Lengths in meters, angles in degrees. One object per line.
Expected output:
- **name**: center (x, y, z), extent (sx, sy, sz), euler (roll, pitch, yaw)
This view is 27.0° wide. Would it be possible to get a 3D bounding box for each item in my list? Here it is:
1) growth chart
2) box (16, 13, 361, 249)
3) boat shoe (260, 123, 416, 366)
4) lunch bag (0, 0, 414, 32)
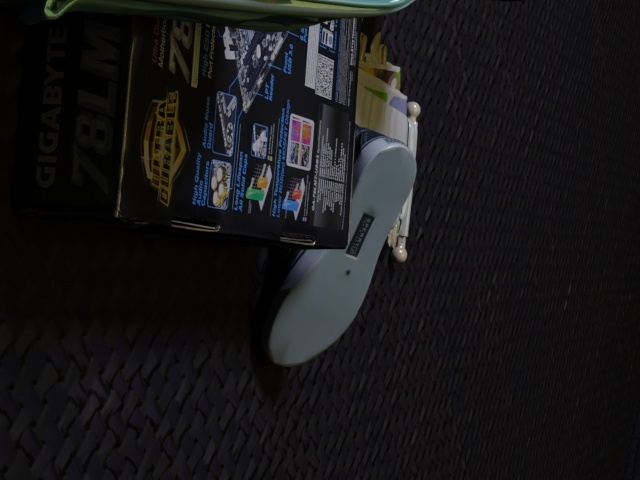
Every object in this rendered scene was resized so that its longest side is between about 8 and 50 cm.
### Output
- **growth chart**: center (0.043, -0.085, 1.120), extent (0.237, 0.021, 0.172), euler (29, 66, -65)
- **box**: center (-0.058, -0.147, 0.799), extent (0.293, 0.073, 0.295), euler (6, 87, -65)
- **boat shoe**: center (0.000, 0.000, 0.979), extent (0.065, 0.083, 0.183), euler (26, 95, -38)
- **lunch bag**: center (-0.071, -0.203, 0.597), extent (0.279, 0.108, 0.224), euler (1, 96, -35)
